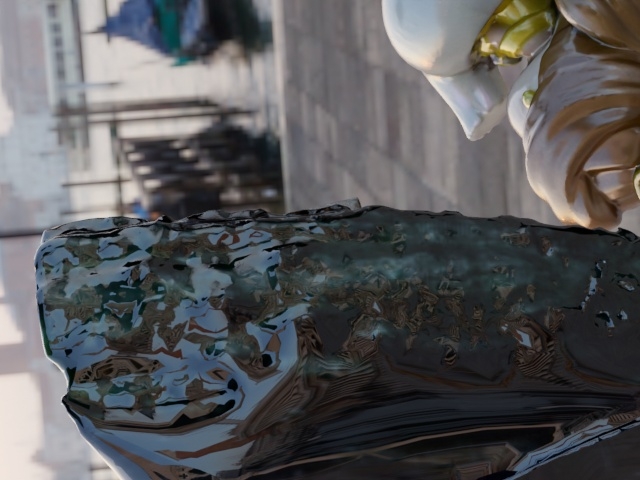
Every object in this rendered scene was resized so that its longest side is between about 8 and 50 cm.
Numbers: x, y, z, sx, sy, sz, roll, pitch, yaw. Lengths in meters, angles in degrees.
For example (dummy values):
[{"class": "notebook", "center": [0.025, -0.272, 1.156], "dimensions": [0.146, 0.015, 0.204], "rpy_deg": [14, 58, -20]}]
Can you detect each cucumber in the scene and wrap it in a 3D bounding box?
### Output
[{"class": "cucumber", "center": [0.022, 0.053, 0.412], "dimensions": [0.086, 0.193, 0.115], "rpy_deg": [-95, 1, -63]}]

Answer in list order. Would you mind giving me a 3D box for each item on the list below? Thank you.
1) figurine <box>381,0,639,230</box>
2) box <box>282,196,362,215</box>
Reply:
[{"class": "figurine", "center": [0.140, -0.113, 0.864], "dimensions": [0.263, 0.142, 0.189], "rpy_deg": [46, 141, 18]}, {"class": "box", "center": [0.000, 0.000, 1.462], "dimensions": [0.045, 0.098, 0.062], "rpy_deg": [-85, -22, -57]}]
